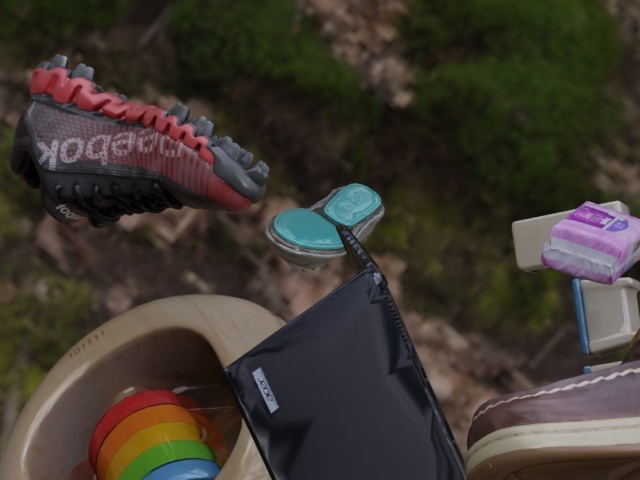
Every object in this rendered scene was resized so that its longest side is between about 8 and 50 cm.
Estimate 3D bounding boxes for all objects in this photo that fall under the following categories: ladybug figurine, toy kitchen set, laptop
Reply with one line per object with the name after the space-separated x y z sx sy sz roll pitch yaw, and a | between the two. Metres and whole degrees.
-0.104 0.211 1.533 0.162 0.305 0.449 54 3 -30 | ladybug figurine
0.301 0.080 2.097 0.166 0.122 0.207 20 62 -65 | toy kitchen set
0.023 0.138 1.464 0.264 0.136 0.234 -124 -169 -77 | laptop

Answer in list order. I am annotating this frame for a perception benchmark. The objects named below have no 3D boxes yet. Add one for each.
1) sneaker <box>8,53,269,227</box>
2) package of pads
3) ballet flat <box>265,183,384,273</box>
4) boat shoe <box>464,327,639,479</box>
-0.166 -0.061 1.683 0.276 0.135 0.097 22 -11 34 | sneaker
0.176 0.002 1.241 0.050 0.032 0.083 21 19 17 | package of pads
0.000 0.000 1.896 0.072 0.068 0.213 35 26 13 | ballet flat
0.223 0.075 1.108 0.342 0.123 0.123 -6 66 -24 | boat shoe
